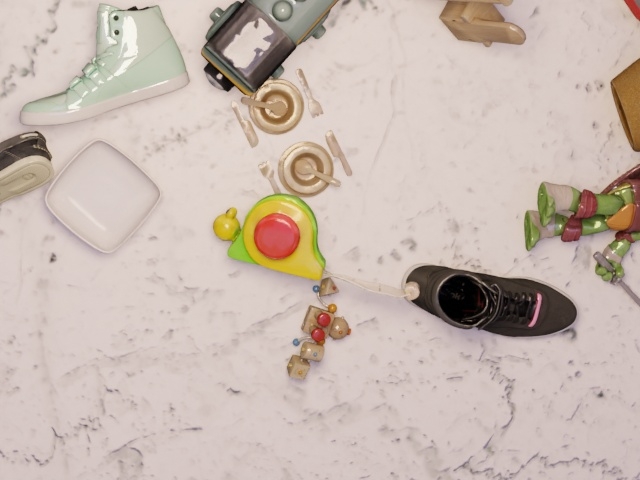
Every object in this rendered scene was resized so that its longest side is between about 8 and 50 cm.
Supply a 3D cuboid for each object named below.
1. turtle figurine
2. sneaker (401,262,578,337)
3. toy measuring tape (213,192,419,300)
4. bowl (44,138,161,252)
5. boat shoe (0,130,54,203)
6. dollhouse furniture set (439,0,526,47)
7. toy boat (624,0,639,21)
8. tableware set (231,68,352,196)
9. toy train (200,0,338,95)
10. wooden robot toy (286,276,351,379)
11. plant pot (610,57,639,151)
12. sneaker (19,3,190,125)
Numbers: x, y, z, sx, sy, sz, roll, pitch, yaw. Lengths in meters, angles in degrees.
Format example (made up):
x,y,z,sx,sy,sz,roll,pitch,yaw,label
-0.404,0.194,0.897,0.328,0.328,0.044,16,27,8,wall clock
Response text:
x,y,z,sx,sy,sz,roll,pitch,yaw,label
0.463,0.005,1.729,0.266,0.198,0.275,3,95,-4,turtle figurine
0.282,0.106,1.745,0.295,0.147,0.105,12,95,-10,sneaker
0.000,0.000,1.694,0.330,0.121,0.121,14,97,2,toy measuring tape
-0.328,-0.069,1.686,0.142,0.053,0.142,42,92,-12,bowl
-0.510,-0.092,1.659,0.233,0.084,0.079,-22,63,3,boat shoe
0.269,-0.506,1.603,0.303,0.173,0.356,40,76,-40,dollhouse furniture set
0.569,-0.428,1.685,0.231,0.151,0.151,-33,85,-1,toy boat
-0.044,-0.156,1.716,0.128,0.039,0.194,-27,101,-3,tableware set
-0.042,-0.346,1.610,0.142,0.190,0.334,44,91,-12,toy train
0.013,0.145,1.758,0.079,0.076,0.173,18,97,-21,wooden robot toy
0.587,-0.231,1.710,0.254,0.237,0.237,-20,101,12,plant pot
-0.334,-0.262,1.633,0.255,0.094,0.151,-21,107,-14,sneaker
